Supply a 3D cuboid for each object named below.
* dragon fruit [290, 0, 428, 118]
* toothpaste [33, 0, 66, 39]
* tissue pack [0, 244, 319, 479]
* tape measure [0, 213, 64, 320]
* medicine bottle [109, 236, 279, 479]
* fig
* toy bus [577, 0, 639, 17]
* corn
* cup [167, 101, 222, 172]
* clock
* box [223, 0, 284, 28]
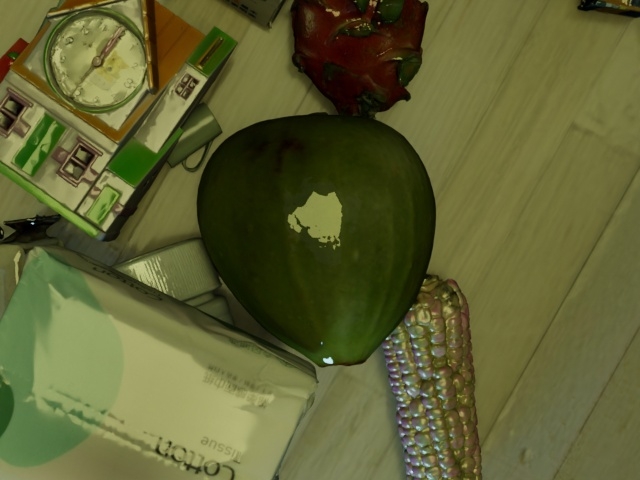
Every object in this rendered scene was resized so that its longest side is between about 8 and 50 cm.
[{"bbox_3d":[0.061,-0.284,1.780,0.198,0.269,0.200,-8,58,-31],"label":"dragon fruit"},{"bbox_3d":[-0.363,-0.228,1.838,0.062,0.037,0.216,25,94,-5],"label":"toothpaste"},{"bbox_3d":[-0.212,0.190,1.600,0.356,0.194,0.266,25,91,-2],"label":"tissue pack"},{"bbox_3d":[-0.428,0.089,1.778,0.231,0.133,0.271,5,101,25],"label":"tape measure"},{"bbox_3d":[-0.186,0.175,1.791,0.190,0.190,0.332,-16,93,-4],"label":"medicine bottle"},{"bbox_3d":[0.000,0.000,1.740,0.316,0.316,0.316,0,92,-5],"label":"fig"},{"bbox_3d":[0.405,-0.389,1.866,0.103,0.091,0.182,9,94,-7],"label":"toy bus"},{"bbox_3d":[0.152,0.207,1.861,0.127,0.126,0.335,-10,98,-4],"label":"corn"},{"bbox_3d":[-0.169,-0.130,1.848,0.083,0.054,0.075,-32,93,-5],"label":"cup"},{"bbox_3d":[-0.271,-0.190,1.741,0.235,0.166,0.309,35,90,0],"label":"clock"},{"bbox_3d":[-0.143,-0.393,1.756,0.274,0.221,0.091,32,77,-3],"label":"box"}]
